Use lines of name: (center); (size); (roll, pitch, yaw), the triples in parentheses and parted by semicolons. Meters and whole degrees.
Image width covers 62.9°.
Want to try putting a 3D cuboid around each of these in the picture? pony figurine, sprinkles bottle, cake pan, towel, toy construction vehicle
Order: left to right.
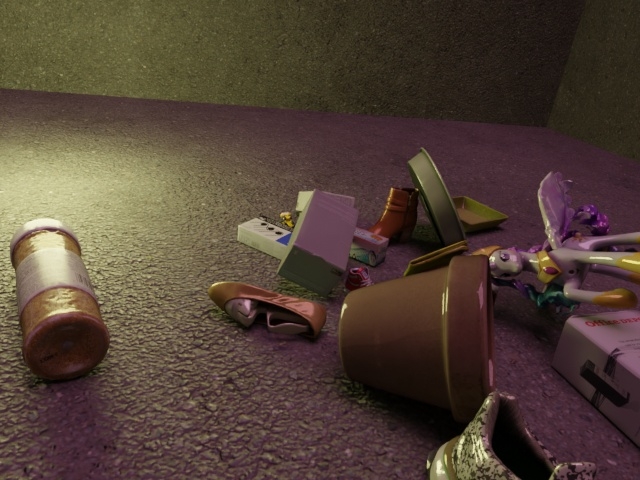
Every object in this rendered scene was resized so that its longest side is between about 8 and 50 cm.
sprinkles bottle: (-0.456, 0.083, 0.898); (0.121, 0.121, 0.355); (-7, 29, -30)
toy construction vehicle: (-0.066, -0.049, 1.425); (0.086, 0.035, 0.098); (-13, 28, -17)
towel: (0.201, 0.047, 0.948); (0.102, 0.021, 0.237); (-22, -12, 1)
cake pan: (0.309, -0.107, 1.414); (0.054, 0.293, 0.293); (-24, 24, 8)
pony figurine: (0.522, 0.026, 1.080); (0.363, 0.303, 0.351); (5, 19, 44)

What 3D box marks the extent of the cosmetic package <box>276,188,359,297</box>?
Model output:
cosmetic package: (0.000, 0.000, 1.166); (0.127, 0.107, 0.238); (28, 39, -5)

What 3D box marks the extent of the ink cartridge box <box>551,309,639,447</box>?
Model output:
ink cartridge box: (0.572, 0.242, 0.894); (0.197, 0.114, 0.273); (-2, 27, -19)

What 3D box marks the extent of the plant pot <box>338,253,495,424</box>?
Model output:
plant pot: (0.157, 0.156, 0.840); (0.229, 0.263, 0.263); (-3, 20, 19)

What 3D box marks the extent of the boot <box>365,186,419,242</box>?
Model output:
boot: (0.177, -0.065, 1.385); (0.197, 0.152, 0.073); (-11, 30, -36)

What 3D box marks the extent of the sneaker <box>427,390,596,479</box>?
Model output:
sneaker: (0.247, 0.320, 0.538); (0.158, 0.182, 0.410); (-1, 27, -20)

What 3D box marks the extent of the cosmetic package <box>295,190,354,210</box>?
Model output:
cosmetic package: (0.008, -0.098, 1.409); (0.099, 0.060, 0.239); (11, 2, -15)

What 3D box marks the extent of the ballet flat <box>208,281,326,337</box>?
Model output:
ballet flat: (-0.105, 0.130, 0.972); (0.232, 0.080, 0.073); (9, 39, 5)

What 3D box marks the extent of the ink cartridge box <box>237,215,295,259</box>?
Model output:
ink cartridge box: (-0.094, 0.002, 1.283); (0.207, 0.046, 0.097); (22, 29, 27)

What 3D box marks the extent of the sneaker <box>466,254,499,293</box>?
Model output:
sneaker: (0.369, 0.077, 1.260); (0.061, 0.054, 0.152); (0, 26, -12)

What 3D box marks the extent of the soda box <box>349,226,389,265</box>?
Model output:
soda box: (0.076, 0.001, 1.318); (0.183, 0.063, 0.058); (22, 26, 28)

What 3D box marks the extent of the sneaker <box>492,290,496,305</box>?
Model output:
sneaker: (0.267, 0.132, 1.042); (0.123, 0.106, 0.290); (23, 27, 33)

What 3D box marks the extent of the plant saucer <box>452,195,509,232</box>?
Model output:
plant saucer: (0.452, -0.078, 1.632); (0.188, 0.045, 0.188); (-10, 31, -34)

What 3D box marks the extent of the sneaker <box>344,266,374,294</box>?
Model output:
sneaker: (0.107, 0.098, 1.113); (0.118, 0.067, 0.042); (20, 27, 23)
